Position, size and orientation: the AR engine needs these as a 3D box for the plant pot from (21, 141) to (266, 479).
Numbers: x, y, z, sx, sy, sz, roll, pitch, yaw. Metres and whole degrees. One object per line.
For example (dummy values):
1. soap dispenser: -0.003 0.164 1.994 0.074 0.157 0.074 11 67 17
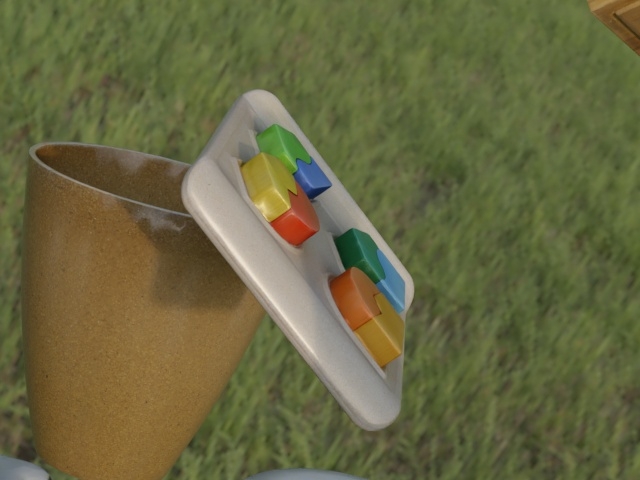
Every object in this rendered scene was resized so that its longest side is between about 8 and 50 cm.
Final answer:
1. plant pot: -0.157 0.070 1.192 0.237 0.254 0.237 14 10 -3

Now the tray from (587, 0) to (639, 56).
1. tray: 0.440 -0.261 1.152 0.202 0.410 0.076 23 52 -53

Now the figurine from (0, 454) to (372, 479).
1. figurine: -0.067 0.181 0.454 0.214 0.210 0.092 6 10 -14

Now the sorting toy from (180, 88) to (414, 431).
1. sorting toy: 0.000 0.000 0.887 0.193 0.038 0.208 53 19 -11
